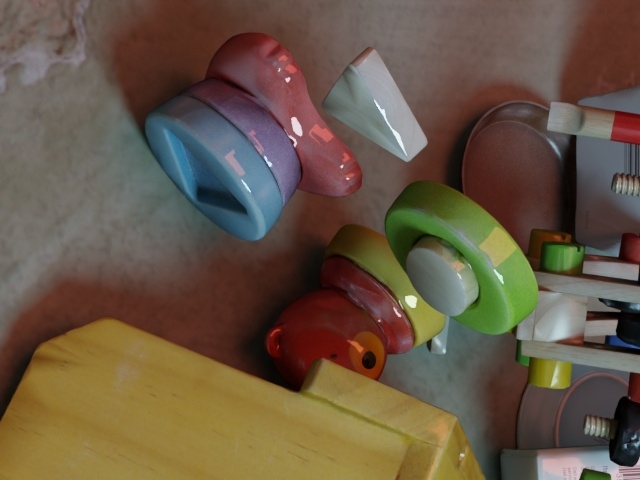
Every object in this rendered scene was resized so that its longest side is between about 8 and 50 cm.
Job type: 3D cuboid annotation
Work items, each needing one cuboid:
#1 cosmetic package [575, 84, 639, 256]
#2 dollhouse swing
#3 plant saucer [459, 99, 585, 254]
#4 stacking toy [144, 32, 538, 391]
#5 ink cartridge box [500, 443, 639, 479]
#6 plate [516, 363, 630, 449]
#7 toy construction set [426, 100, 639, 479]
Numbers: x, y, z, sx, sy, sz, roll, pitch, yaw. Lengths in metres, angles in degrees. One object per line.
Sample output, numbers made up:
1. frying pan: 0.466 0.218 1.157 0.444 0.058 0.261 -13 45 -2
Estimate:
1. cosmetic package: 0.455 -0.041 1.471 0.385 0.217 0.156 15 72 -39
2. dollhouse swing: -0.082 0.273 1.148 0.315 0.304 0.347 63 46 -61
3. plant saucer: 0.191 -0.048 1.419 0.168 0.029 0.169 7 78 -33
4. stacking toy: 0.000 0.000 1.138 0.130 0.279 0.309 -43 108 -20
5. ink cartridge box: 0.310 0.278 1.333 0.272 0.115 0.199 -1 82 -10
6. plate: 0.265 0.190 1.432 0.188 0.024 0.188 7 78 -34
7. toy construction set: 0.185 0.018 1.239 0.237 0.309 0.257 10 32 5
